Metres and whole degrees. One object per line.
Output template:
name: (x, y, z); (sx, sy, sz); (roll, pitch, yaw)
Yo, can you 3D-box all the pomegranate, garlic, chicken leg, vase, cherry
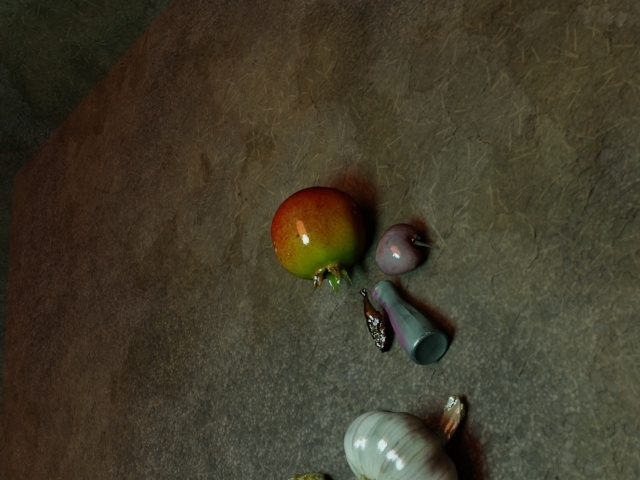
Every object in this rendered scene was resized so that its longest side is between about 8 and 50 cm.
pomegranate: (0.000, 0.000, 1.910); (0.221, 0.221, 0.256); (-40, 57, 35)
garlic: (0.185, 0.394, 1.593); (0.253, 0.245, 0.245); (-42, 35, -18)
chicken leg: (0.116, 0.172, 1.812); (0.037, 0.062, 0.145); (-20, 88, 1)
vase: (0.177, 0.161, 1.742); (0.086, 0.086, 0.214); (-60, 37, 17)
cherry: (0.167, 0.025, 1.790); (0.126, 0.087, 0.106); (-52, 39, 21)

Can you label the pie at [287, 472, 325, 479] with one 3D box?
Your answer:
pie: (-0.034, 0.611, 1.832); (0.179, 0.084, 0.205); (-38, 49, 34)
